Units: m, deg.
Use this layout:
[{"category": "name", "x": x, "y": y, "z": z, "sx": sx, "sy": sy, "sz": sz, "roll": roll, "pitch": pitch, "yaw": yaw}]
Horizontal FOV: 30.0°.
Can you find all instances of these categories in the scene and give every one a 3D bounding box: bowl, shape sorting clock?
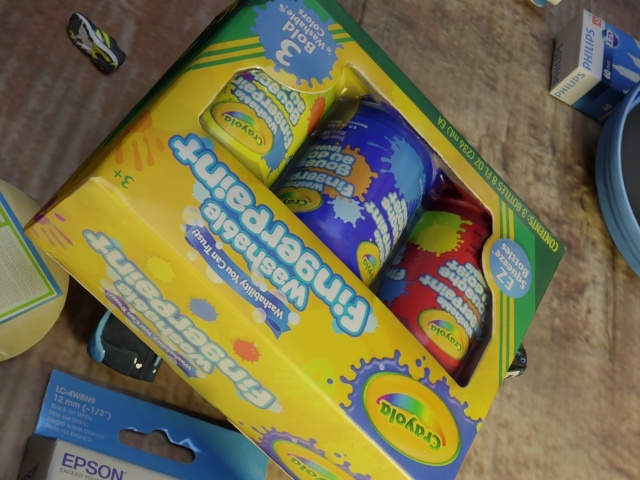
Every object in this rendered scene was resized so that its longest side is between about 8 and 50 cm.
[{"category": "bowl", "x": 0.571, "y": -0.073, "z": 1.747, "sx": 0.391, "sy": 0.077, "sz": 0.391, "roll": 7, "pitch": 73, "yaw": -23}, {"category": "shape sorting clock", "x": -0.347, "y": 0.025, "z": 1.162, "sx": 0.206, "sy": 0.040, "sz": 0.206, "roll": 17, "pitch": 56, "yaw": -27}]

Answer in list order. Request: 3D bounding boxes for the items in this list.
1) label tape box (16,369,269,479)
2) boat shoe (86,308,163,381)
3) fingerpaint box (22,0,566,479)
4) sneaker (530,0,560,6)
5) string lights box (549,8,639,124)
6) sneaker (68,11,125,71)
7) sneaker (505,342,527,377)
[{"category": "label tape box", "x": -0.153, "y": 0.286, "z": 1.071, "sx": 0.249, "sy": 0.115, "sz": 0.347, "roll": 23, "pitch": 52, "yaw": -20}, {"category": "boat shoe", "x": -0.144, "y": 0.043, "z": 1.255, "sx": 0.089, "sy": 0.109, "sz": 0.258, "roll": 34, "pitch": 64, "yaw": -1}, {"category": "fingerpaint box", "x": 0.000, "y": 0.000, "z": 1.198, "sx": 0.445, "sy": 0.163, "sz": 0.371, "roll": 46, "pitch": 51, "yaw": -14}, {"category": "sneaker", "x": 0.288, "y": -0.464, "z": 1.839, "sx": 0.323, "sy": 0.130, "sz": 0.236, "roll": -16, "pitch": 67, "yaw": -45}, {"category": "string lights box", "x": 0.484, "y": -0.234, "z": 1.853, "sx": 0.260, "sy": 0.077, "sz": 0.133, "roll": 26, "pitch": 53, "yaw": -17}, {"category": "sneaker", "x": -0.262, "y": -0.233, "z": 1.399, "sx": 0.083, "sy": 0.031, "sz": 0.035, "roll": 52, "pitch": 34, "yaw": 1}, {"category": "sneaker", "x": 0.190, "y": 0.161, "z": 1.399, "sx": 0.121, "sy": 0.079, "sz": 0.216, "roll": 19, "pitch": 51, "yaw": -20}]
